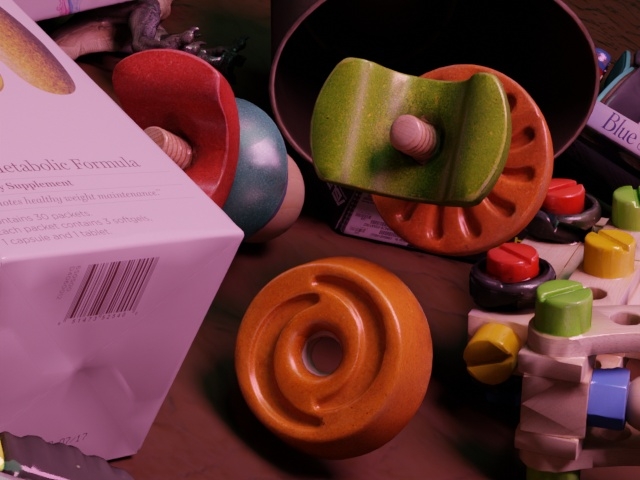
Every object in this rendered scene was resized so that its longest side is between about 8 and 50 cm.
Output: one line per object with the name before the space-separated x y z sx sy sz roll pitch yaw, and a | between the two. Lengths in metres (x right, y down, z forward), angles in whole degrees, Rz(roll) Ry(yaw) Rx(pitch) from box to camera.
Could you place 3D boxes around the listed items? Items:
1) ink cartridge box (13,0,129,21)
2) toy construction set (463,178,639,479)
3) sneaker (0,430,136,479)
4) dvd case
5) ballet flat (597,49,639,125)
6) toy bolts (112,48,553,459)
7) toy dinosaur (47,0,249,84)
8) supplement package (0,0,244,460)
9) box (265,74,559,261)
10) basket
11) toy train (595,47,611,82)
ink cartridge box | -0.204 -0.189 1.023 0.127 0.072 0.175 30 35 35
toy construction set | 0.200 0.054 0.935 0.215 0.151 0.328 8 11 21
sneaker | -0.065 0.161 0.514 0.385 0.145 0.147 7 38 -21
dvd case | 0.242 -0.029 1.134 0.253 0.022 0.180 35 -4 29
ballet flat | 0.265 -0.112 1.375 0.074 0.074 0.203 31 24 6
toy bolts | 0.000 0.000 0.889 0.228 0.218 0.158 13 -4 24
toy dinosaur | -0.120 -0.141 1.092 0.118 0.064 0.268 24 29 16
supplement package | -0.177 -0.020 0.744 0.139 0.134 0.244 -7 43 -49
box | 0.074 -0.056 1.132 0.191 0.045 0.184 11 29 -27
basket | 0.047 -0.148 1.069 0.204 0.154 0.227 3 30 -16
toy train | 0.225 -0.136 1.412 0.027 0.036 0.158 30 27 5
